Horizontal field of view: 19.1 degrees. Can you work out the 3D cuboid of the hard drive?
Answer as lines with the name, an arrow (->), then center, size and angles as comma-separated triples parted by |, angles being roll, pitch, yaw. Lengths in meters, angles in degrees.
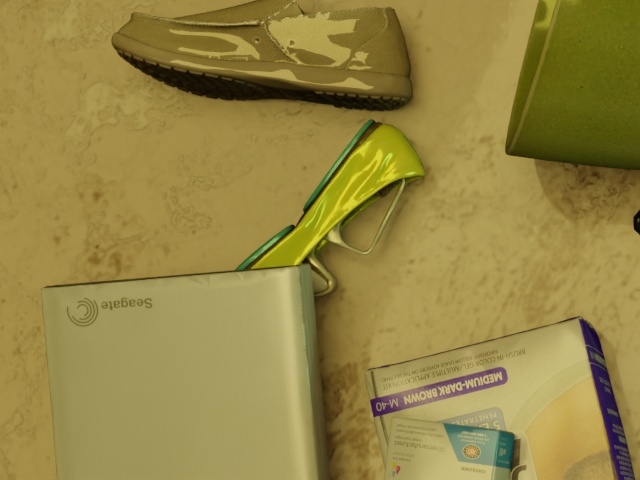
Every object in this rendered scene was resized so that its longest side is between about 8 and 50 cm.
hard drive -> -0.107, 0.204, 1.589 | 0.233, 0.047, 0.353 | -5, 90, 17

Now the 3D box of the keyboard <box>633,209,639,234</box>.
keyboard -> 0.352, 0.015, 1.549 | 0.192, 0.038, 0.100 | 47, 118, 17

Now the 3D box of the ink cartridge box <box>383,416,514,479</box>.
ink cartridge box -> 0.095, 0.202, 1.463 | 0.088, 0.052, 0.122 | 5, 84, 19

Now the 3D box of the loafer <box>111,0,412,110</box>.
loafer -> -0.047, -0.172, 1.657 | 0.268, 0.102, 0.092 | 9, 82, 8

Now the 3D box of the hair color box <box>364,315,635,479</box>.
hair color box -> 0.166, 0.248, 1.517 | 0.185, 0.110, 0.339 | -16, 78, 13

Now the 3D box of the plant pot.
plant pot -> 0.321, -0.162, 1.484 | 0.293, 0.275, 0.275 | 15, 85, 1

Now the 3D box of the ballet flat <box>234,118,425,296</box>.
ballet flat -> 0.000, 0.000, 1.627 | 0.077, 0.077, 0.231 | 43, 92, 4
